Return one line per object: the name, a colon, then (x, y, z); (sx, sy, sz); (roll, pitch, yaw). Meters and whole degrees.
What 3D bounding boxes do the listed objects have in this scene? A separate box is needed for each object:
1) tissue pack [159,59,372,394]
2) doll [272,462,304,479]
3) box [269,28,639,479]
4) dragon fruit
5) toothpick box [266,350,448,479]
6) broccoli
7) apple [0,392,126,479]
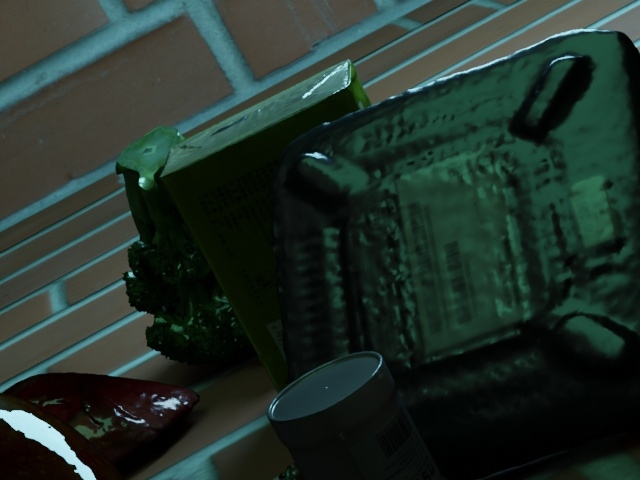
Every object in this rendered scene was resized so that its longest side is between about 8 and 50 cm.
tissue pack: (0.000, 0.000, 1.821); (0.200, 0.274, 0.167); (-26, 13, 7)
doll: (-0.011, 0.200, 1.641); (0.085, 0.040, 0.058); (-38, 8, -34)
box: (0.125, 0.019, 1.554); (0.350, 0.091, 0.359); (-22, 59, 25)
dragon fruit: (-0.309, 0.215, 2.017); (0.343, 0.100, 0.282); (-10, 27, 51)
toothpick box: (0.036, 0.170, 1.432); (0.098, 0.149, 0.098); (-26, 15, 7)
broccoli: (-0.095, -0.011, 2.086); (0.308, 0.275, 0.308); (-22, 43, 22)
apple: (-0.236, 0.255, 1.330); (0.288, 0.288, 0.317); (-34, 35, -23)
